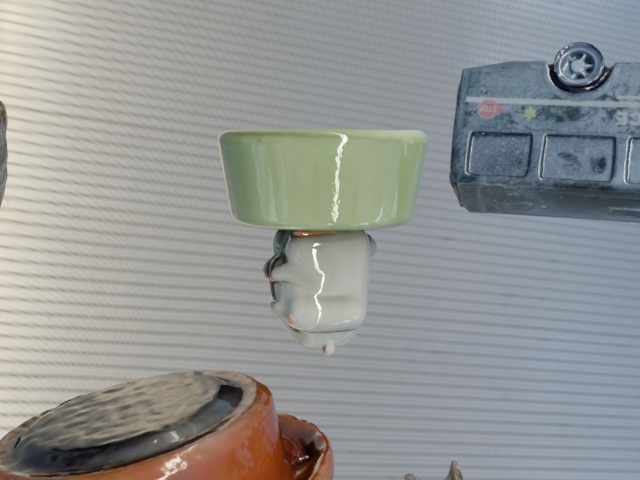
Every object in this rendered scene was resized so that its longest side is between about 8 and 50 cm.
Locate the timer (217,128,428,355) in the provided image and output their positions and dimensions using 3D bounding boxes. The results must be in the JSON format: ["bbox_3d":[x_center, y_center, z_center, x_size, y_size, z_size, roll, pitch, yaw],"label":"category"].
[{"bbox_3d":[0.000,0.000,1.289,0.291,0.291,0.315,-2,98,-23],"label":"timer"}]

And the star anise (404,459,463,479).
[{"bbox_3d":[0.184,0.425,1.381,0.208,0.063,0.172,-5,79,-26],"label":"star anise"}]

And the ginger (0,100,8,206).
[{"bbox_3d":[-0.345,-0.083,0.896,0.080,0.333,0.166,4,75,-15],"label":"ginger"}]

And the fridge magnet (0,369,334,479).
[{"bbox_3d":[-0.166,0.228,0.856,0.363,0.363,0.155,-16,100,-27],"label":"fridge magnet"}]

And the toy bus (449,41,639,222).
[{"bbox_3d":[0.134,-0.036,0.347,0.166,0.047,0.065,5,74,19],"label":"toy bus"}]
